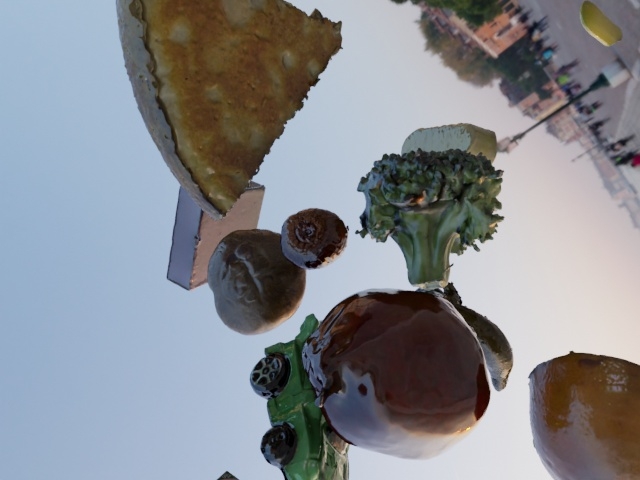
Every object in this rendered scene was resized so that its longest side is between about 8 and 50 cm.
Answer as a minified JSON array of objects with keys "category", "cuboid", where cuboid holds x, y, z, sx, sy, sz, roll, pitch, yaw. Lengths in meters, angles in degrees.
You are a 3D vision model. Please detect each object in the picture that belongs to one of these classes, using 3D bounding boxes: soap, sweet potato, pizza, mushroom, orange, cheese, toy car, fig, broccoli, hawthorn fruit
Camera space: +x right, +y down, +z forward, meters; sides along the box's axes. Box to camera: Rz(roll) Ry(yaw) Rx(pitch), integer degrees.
[{"category":"soap","cuboid":[-0.301,-0.027,1.544,0.107,0.296,0.285,25,-159,26]},{"category":"sweet potato","cuboid":[0.389,0.234,1.276,0.310,0.098,0.124,54,167,2]},{"category":"pizza","cuboid":[-0.125,-0.290,0.896,0.406,0.130,0.440,-27,-65,-34]},{"category":"soap","cuboid":[0.745,-0.572,1.394,0.168,0.033,0.089,24,-105,-27]},{"category":"mushroom","cuboid":[-0.166,0.097,1.331,0.278,0.278,0.146,62,174,12]},{"category":"orange","cuboid":[0.511,0.341,0.949,0.274,0.274,0.310,-13,-75,-59]},{"category":"cheese","cuboid":[0.335,-0.159,1.530,0.104,0.384,0.384,16,-136,-20]},{"category":"toy car","cuboid":[-0.022,0.346,1.076,0.213,0.176,0.359,60,-175,-37]},{"category":"fig","cuboid":[0.000,0.000,1.156,0.201,0.146,0.134,12,-88,-72]},{"category":"broccoli","cuboid":[0.223,-0.042,1.107,0.348,0.293,0.281,51,-140,-71]},{"category":"hawthorn fruit","cuboid":[0.123,0.226,0.914,0.324,0.308,0.308,6,-133,-13]}]

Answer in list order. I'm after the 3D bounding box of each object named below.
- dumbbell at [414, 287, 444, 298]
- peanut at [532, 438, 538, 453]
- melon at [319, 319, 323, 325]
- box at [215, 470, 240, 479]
[{"category":"dumbbell","cuboid":[0.275,0.189,1.337,0.110,0.110,0.255,36,-132,-31]},{"category":"peanut","cuboid":[0.710,0.524,1.476,0.305,0.147,0.147,-19,-104,-46]},{"category":"melon","cuboid":[0.015,0.290,1.498,0.114,0.114,0.167,49,-158,-12]},{"category":"box","cuboid":[-0.205,0.547,1.075,0.125,0.089,0.043,-28,-51,-50]}]
